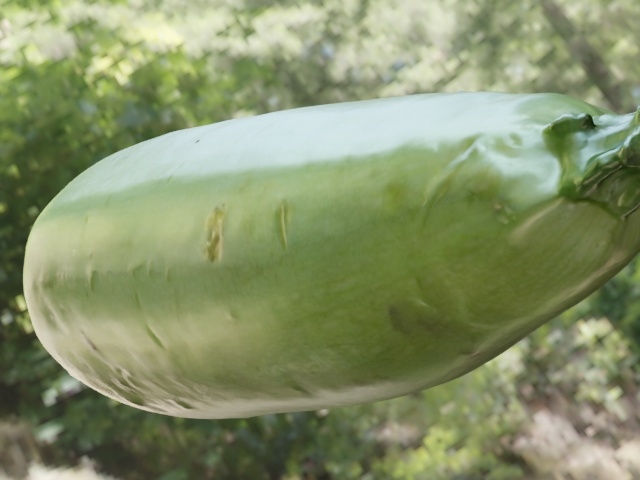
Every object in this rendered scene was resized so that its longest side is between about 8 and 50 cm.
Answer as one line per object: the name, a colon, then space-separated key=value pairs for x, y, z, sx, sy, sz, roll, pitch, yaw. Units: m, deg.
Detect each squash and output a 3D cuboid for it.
squash: x=0.003 y=0.007 z=0.672 sx=0.118 sy=0.118 sz=0.370 roll=0 pitch=-5 yaw=-36
